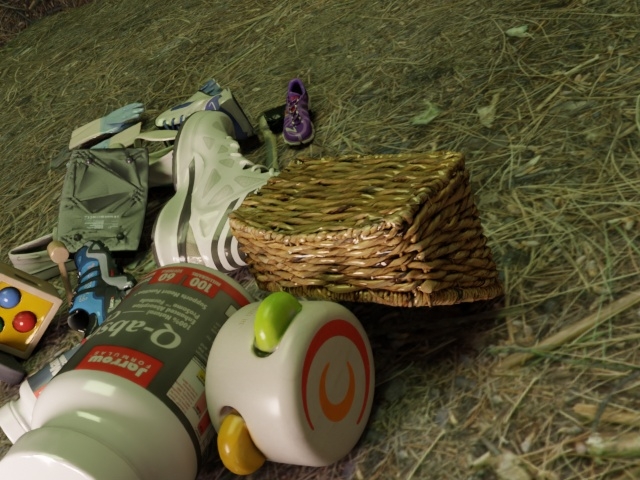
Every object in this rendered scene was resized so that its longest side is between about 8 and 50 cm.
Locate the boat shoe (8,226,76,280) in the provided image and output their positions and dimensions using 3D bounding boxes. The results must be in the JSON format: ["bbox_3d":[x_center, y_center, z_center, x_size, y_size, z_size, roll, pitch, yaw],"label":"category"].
[{"bbox_3d":[-0.510,0.007,1.779,0.258,0.084,0.095,-25,30,6],"label":"boat shoe"}]

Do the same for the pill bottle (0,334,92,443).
[{"bbox_3d":[-0.383,0.233,1.310,0.180,0.108,0.108,-36,31,-14],"label":"pill bottle"}]

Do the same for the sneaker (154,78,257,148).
[{"bbox_3d":[-0.263,-0.253,1.958,0.182,0.127,0.315,-35,24,-6],"label":"sneaker"}]

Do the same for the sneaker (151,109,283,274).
[{"bbox_3d":[-0.136,-0.098,1.605,0.258,0.169,0.447,-10,42,12],"label":"sneaker"}]

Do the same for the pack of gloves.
[{"bbox_3d":[-0.548,-0.259,2.277,0.232,0.046,0.195,-22,42,15],"label":"pack of gloves"}]

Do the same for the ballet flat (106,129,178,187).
[{"bbox_3d":[-0.390,-0.165,1.897,0.400,0.139,0.139,-12,34,25],"label":"ballet flat"}]

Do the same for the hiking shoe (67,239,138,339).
[{"bbox_3d":[-0.394,0.091,1.530,0.132,0.113,0.304,-36,31,-15],"label":"hiking shoe"}]

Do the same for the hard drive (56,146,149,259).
[{"bbox_3d":[-0.426,-0.073,1.747,0.172,0.054,0.254,-2,57,-1],"label":"hard drive"}]

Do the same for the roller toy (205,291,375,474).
[{"bbox_3d":[-0.039,0.170,1.052,0.146,0.191,0.209,-3,81,35],"label":"roller toy"}]

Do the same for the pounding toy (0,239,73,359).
[{"bbox_3d":[-0.509,0.100,1.565,0.206,0.181,0.094,-58,34,2],"label":"pounding toy"}]

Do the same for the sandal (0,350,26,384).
[{"bbox_3d":[-0.603,0.203,1.558,0.254,0.097,0.054,24,84,54],"label":"sandal"}]

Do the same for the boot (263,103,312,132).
[{"bbox_3d":[-0.076,-0.286,1.916,0.099,0.045,0.121,-23,37,2],"label":"boot"}]

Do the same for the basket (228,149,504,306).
[{"bbox_3d":[0.052,0.028,1.141,0.299,0.223,0.213,3,35,39],"label":"basket"}]

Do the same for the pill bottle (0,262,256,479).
[{"bbox_3d":[-0.218,0.201,1.080,0.210,0.210,0.363,-11,25,26],"label":"pill bottle"}]

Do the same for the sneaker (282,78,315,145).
[{"bbox_3d":[-0.053,-0.265,1.812,0.068,0.071,0.169,-10,52,6],"label":"sneaker"}]
